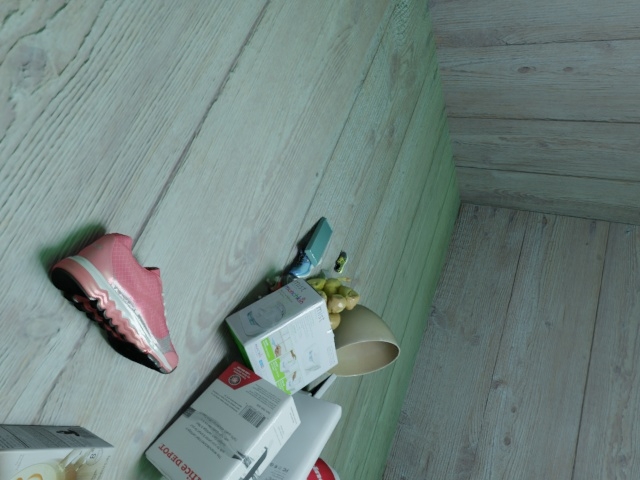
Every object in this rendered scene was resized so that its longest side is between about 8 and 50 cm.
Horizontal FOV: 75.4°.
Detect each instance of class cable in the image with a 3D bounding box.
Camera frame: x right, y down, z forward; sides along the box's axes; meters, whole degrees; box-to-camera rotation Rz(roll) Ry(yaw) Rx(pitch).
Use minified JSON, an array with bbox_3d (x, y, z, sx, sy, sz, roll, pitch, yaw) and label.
[{"bbox_3d":[-0.082,0.200,1.221,0.287,0.072,0.140,51,42,-50],"label":"cable"}]

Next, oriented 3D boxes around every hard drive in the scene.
[{"bbox_3d":[-0.120,0.535,1.084,0.353,0.233,0.047,-39,131,-56],"label":"hard drive"}]

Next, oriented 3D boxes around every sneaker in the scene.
[{"bbox_3d":[-0.055,0.063,1.258,0.162,0.063,0.073,-45,122,-54],"label":"sneaker"},{"bbox_3d":[-0.314,0.119,0.733,0.136,0.115,0.314,-56,144,-37],"label":"sneaker"},{"bbox_3d":[0.075,0.079,1.513,0.035,0.031,0.083,33,71,-59],"label":"sneaker"}]

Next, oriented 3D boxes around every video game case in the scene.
[{"bbox_3d":[-0.043,0.533,1.368,0.173,0.022,0.190,-49,170,36],"label":"video game case"}]

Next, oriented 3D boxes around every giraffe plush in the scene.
[{"bbox_3d":[0.018,0.217,1.364,0.210,0.181,0.171,-100,-160,-68],"label":"giraffe plush"}]

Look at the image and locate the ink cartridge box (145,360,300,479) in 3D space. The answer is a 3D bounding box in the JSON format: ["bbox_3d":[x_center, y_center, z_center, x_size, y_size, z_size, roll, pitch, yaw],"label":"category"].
[{"bbox_3d":[-0.209,0.437,0.921,0.273,0.197,0.114,-42,136,-36],"label":"ink cartridge box"}]

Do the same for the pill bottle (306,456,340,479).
[{"bbox_3d":[-0.078,0.790,1.289,0.408,0.229,0.229,50,57,-56],"label":"pill bottle"}]

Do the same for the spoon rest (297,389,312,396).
[{"bbox_3d":[-0.084,0.360,1.300,0.137,0.084,0.277,-7,93,-62],"label":"spoon rest"}]

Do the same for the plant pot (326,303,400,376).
[{"bbox_3d":[0.125,0.346,1.506,0.284,0.284,0.191,63,12,-49],"label":"plant pot"}]

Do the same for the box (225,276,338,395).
[{"bbox_3d":[-0.089,0.270,1.091,0.231,0.126,0.262,-29,129,-22],"label":"box"}]

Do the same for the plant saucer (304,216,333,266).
[{"bbox_3d":[0.000,0.000,1.299,0.067,0.018,0.192,61,31,-26],"label":"plant saucer"}]

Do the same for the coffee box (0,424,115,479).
[{"bbox_3d":[-0.448,0.349,0.588,0.246,0.098,0.141,45,60,-57],"label":"coffee box"}]
